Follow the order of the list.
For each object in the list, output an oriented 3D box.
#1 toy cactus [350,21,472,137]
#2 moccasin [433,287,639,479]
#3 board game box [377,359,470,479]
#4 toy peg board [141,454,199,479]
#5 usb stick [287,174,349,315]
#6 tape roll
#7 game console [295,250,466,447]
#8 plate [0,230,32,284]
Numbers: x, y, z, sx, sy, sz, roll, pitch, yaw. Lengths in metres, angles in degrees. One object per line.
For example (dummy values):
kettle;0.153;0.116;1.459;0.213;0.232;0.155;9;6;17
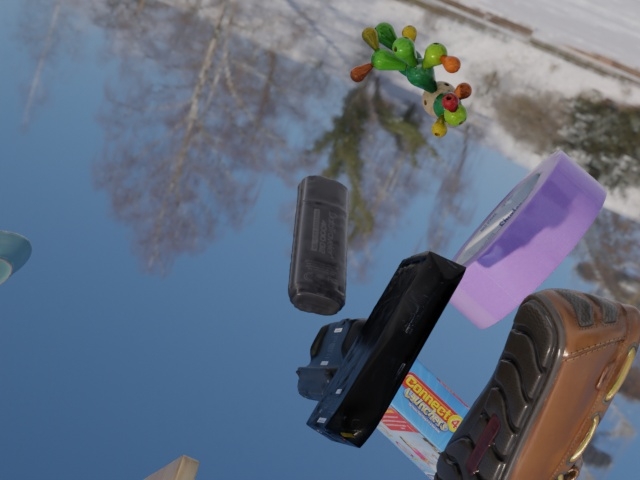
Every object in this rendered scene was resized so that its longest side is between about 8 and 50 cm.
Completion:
toy cactus;0.138;-0.199;1.318;0.219;0.112;0.180;43;-178;40
moccasin;0.224;0.215;1.061;0.146;0.380;0.139;6;-153;-21
board game box;0.185;0.319;1.700;0.302;0.086;0.308;43;167;-1
toy peg board;-0.125;0.275;0.796;0.079;0.160;0.161;27;-122;-15
usb stick;0.000;0.000;1.332;0.077;0.045;0.278;17;-146;-9
tape roll;0.291;-0.001;1.464;0.090;0.275;0.275;42;-162;-1
game console;0.042;0.123;1.133;0.044;0.213;0.361;34;167;-8
plate;-0.447;0.043;1.232;0.188;0.188;0.024;-1;-119;-52
